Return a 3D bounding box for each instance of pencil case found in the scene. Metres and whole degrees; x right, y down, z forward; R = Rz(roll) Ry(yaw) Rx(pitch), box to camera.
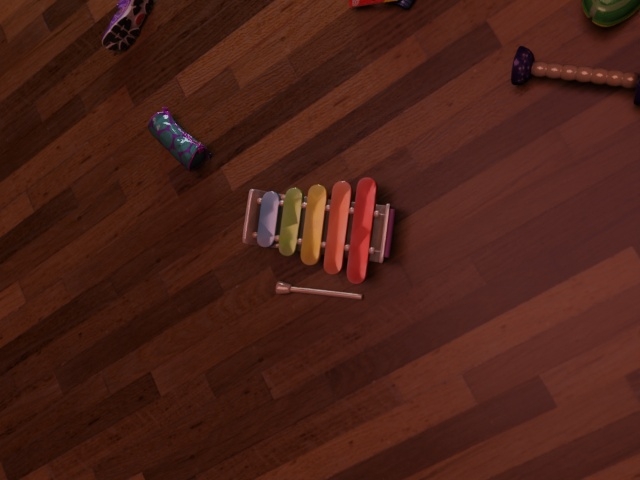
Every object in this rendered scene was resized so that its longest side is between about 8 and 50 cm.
[{"bbox_3d":[-0.314,-0.223,1.496,0.152,0.064,0.070,42,118,18],"label":"pencil case"}]

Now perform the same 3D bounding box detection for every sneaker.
[{"bbox_3d":[-0.455,-0.521,1.582,0.071,0.068,0.170,37,92,35],"label":"sneaker"},{"bbox_3d":[0.551,-0.499,1.135,0.109,0.123,0.295,43,103,18],"label":"sneaker"}]

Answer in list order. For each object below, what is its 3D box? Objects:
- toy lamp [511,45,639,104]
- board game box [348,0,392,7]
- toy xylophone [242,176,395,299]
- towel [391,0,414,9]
[{"bbox_3d":[0.479,-0.287,1.179,0.275,0.080,0.080,16,93,24],"label":"toy lamp"},{"bbox_3d":[0.115,-0.600,1.347,0.124,0.039,0.259,4,88,35],"label":"board game box"},{"bbox_3d":[0.000,0.000,1.348,0.323,0.081,0.236,-1,87,22],"label":"toy xylophone"},{"bbox_3d":[0.174,-0.524,1.338,0.067,0.029,0.119,30,97,20],"label":"towel"}]
